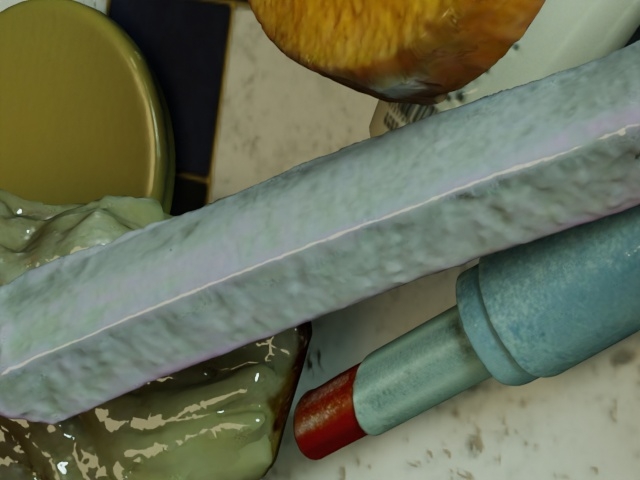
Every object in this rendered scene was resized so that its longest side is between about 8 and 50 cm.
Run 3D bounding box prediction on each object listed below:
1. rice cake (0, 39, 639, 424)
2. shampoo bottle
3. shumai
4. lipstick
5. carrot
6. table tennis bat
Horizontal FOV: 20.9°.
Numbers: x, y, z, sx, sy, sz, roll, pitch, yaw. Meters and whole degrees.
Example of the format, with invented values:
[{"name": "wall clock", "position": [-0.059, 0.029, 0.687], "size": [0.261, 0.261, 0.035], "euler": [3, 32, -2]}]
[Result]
[{"name": "rice cake", "position": [0.000, 0.000, 0.802], "size": [0.365, 0.056, 0.072], "euler": [-21, 38, 15]}, {"name": "shampoo bottle", "position": [0.111, -0.141, 0.812], "size": [0.127, 0.078, 0.257], "euler": [52, 124, 43]}, {"name": "shumai", "position": [-0.140, 0.100, 0.977], "size": [0.283, 0.217, 0.346], "euler": [-23, 73, -6]}, {"name": "lipstick", "position": [0.086, 0.042, 0.848], "size": [0.274, 0.061, 0.068], "euler": [-32, 73, 36]}, {"name": "carrot", "position": [0.052, -0.208, 0.793], "size": [0.258, 0.100, 0.307], "euler": [-23, 61, 54]}, {"name": "table tennis bat", "position": [-0.194, 0.003, 1.089], "size": [0.198, 0.050, 0.321], "euler": [32, 110, 29]}]
